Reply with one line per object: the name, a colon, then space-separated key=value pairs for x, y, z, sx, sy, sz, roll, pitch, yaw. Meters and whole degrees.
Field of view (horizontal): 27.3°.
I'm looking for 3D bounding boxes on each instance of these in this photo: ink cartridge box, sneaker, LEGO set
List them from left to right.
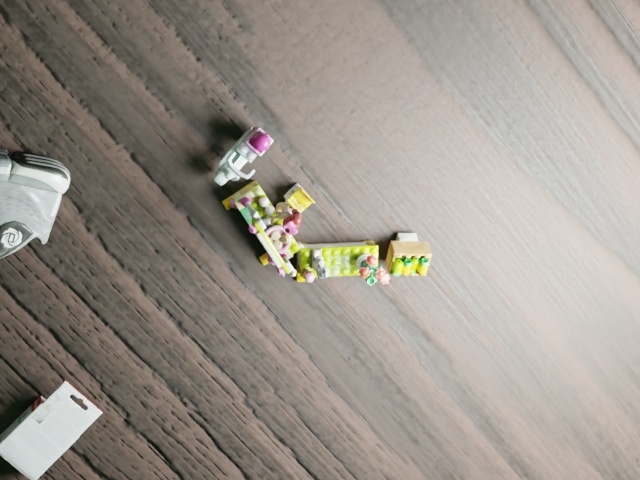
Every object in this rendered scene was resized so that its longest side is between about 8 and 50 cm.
sneaker: x=-0.392 y=-0.040 z=1.412 sx=0.228 sy=0.086 sz=0.132 roll=12 pitch=104 yaw=-16
ink cartridge box: x=-0.314 y=0.216 z=1.525 sx=0.115 sy=0.029 sz=0.063 roll=-45 pitch=109 yaw=1
LEGO set: x=0.000 y=0.000 z=1.495 sx=0.287 sy=0.107 sz=0.132 roll=34 pitch=96 yaw=-18
